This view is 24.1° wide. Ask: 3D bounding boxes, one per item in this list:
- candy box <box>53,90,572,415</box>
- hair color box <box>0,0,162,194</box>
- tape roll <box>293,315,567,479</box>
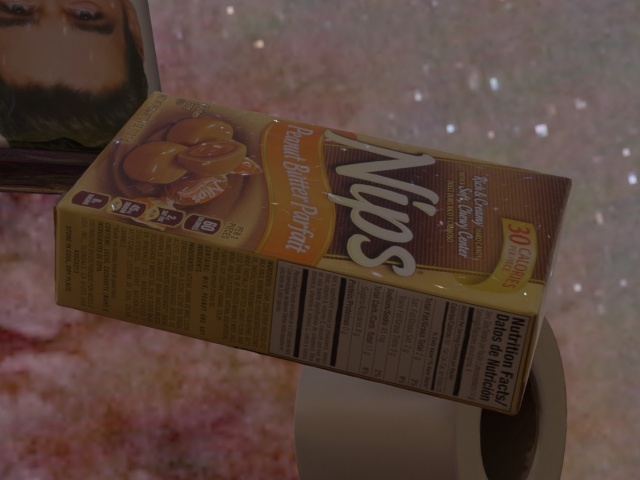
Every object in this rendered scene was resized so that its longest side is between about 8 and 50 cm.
[{"bbox_3d":[0.000,0.000,1.019,0.316,0.183,0.088,12,-57,10],"label":"candy box"},{"bbox_3d":[-0.248,-0.229,1.199,0.185,0.375,0.113,1,-16,-40],"label":"hair color box"},{"bbox_3d":[0.108,0.170,1.415,0.169,0.246,0.246,-1,-12,33],"label":"tape roll"}]
